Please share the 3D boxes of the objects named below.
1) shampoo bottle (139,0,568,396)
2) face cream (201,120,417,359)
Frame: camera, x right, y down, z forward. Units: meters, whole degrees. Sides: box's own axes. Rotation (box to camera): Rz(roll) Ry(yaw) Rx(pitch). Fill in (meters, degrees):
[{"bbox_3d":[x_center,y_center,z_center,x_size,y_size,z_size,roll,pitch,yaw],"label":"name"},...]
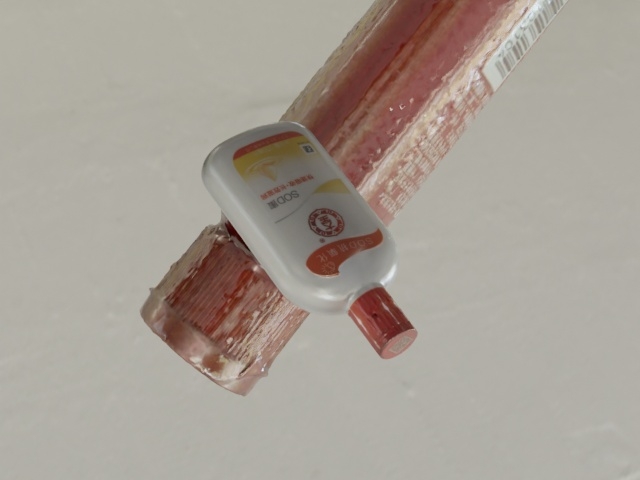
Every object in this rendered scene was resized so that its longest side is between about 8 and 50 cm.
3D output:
[{"bbox_3d":[0.033,-0.066,0.721,0.076,0.314,0.118,39,-178,2],"label":"shampoo bottle"},{"bbox_3d":[0.000,0.000,0.429,0.040,0.021,0.083,-22,-121,-27],"label":"face cream"}]
